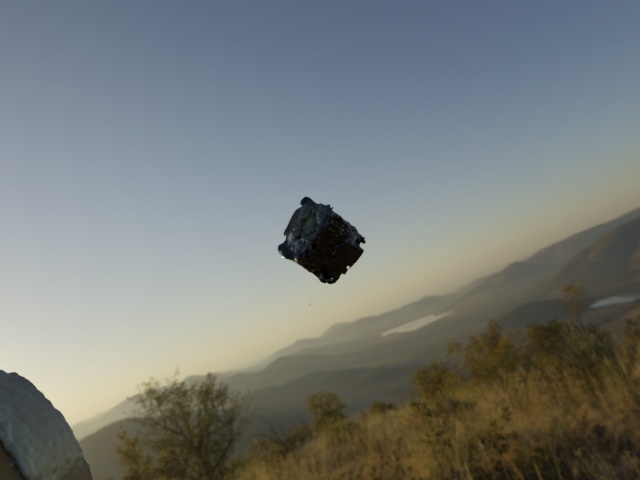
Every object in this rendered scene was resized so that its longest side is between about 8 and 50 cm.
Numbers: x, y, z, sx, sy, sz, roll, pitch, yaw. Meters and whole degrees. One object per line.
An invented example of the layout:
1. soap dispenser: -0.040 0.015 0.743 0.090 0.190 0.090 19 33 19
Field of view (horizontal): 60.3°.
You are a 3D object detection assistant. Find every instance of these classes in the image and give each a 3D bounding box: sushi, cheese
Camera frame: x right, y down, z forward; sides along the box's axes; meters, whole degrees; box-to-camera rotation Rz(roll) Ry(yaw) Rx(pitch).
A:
1. sushi: 0.000 0.001 0.734 0.094 0.084 0.098 -56 29 -2
2. cheese: -0.512 0.364 0.796 0.292 0.332 0.153 -39 -2 3
